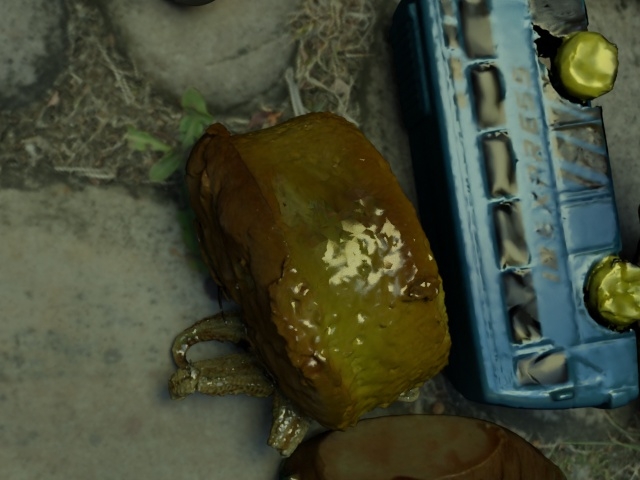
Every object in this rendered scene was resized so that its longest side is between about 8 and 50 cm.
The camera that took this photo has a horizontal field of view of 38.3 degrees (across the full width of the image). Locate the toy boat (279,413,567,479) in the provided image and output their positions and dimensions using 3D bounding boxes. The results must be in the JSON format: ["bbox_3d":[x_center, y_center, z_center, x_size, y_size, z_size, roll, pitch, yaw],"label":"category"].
[{"bbox_3d":[0.106,0.200,0.793,0.293,0.108,0.099,2,131,-19],"label":"toy boat"}]

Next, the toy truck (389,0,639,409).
[{"bbox_3d":[0.168,-0.043,0.794,0.162,0.161,0.385,-9,91,-5],"label":"toy truck"}]

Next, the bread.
[{"bbox_3d":[-0.001,0.005,0.710,0.160,0.147,0.261,-18,70,-16],"label":"bread"}]

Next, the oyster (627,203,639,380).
[{"bbox_3d":[0.329,0.042,0.789,0.133,0.337,0.198,0,47,17],"label":"oyster"}]

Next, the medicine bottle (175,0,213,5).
[{"bbox_3d":[-0.081,-0.309,0.736,0.135,0.135,0.215,35,79,-12],"label":"medicine bottle"}]

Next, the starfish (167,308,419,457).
[{"bbox_3d":[-0.018,0.104,0.764,0.209,0.053,0.150,15,62,-5],"label":"starfish"}]
